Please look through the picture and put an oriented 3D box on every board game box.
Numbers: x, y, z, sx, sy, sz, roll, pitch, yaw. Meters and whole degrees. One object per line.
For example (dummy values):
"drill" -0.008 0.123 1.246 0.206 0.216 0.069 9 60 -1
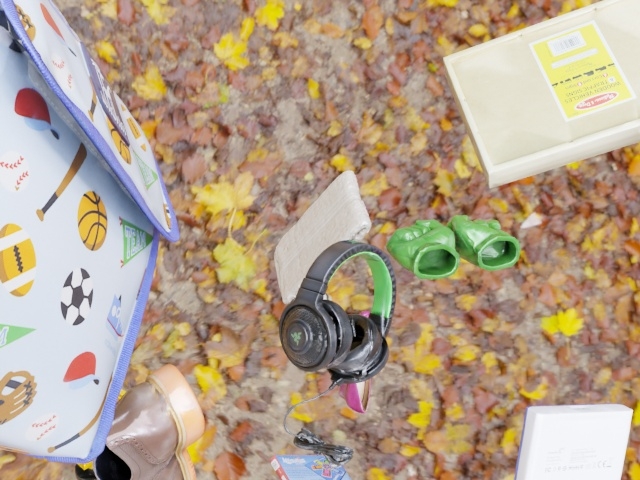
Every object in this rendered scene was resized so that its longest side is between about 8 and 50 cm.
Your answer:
"board game box" -0.008 0.633 1.834 0.027 0.281 0.145 -48 53 14

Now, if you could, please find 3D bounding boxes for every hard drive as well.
"hard drive" 0.421 0.441 1.194 0.210 0.040 0.319 4 98 -23

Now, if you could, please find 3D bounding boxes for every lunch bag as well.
"lunch bag" -0.284 -0.036 0.601 0.238 0.328 0.386 3 63 14

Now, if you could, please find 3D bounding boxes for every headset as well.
"headset" 0.046 0.197 1.276 0.243 0.185 0.395 30 78 -47

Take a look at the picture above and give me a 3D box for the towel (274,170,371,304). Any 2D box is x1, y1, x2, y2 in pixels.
"towel" 0.000 0.000 1.504 0.049 0.282 0.187 26 32 -32

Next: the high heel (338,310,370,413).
"high heel" 0.107 0.304 1.737 0.082 0.117 0.244 16 93 -30

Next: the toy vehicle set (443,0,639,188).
"toy vehicle set" 0.286 -0.173 0.758 0.266 0.035 0.166 -17 63 9

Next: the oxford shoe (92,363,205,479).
"oxford shoe" -0.255 0.296 0.965 0.132 0.364 0.130 -27 62 -31

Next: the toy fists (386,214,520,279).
"toy fists" 0.274 0.006 1.458 0.279 0.142 0.096 -8 110 -20

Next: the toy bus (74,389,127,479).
"toy bus" -0.422 0.355 1.384 0.211 0.220 0.150 -28 130 -45

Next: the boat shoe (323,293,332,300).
"boat shoe" -0.043 0.157 1.957 0.103 0.302 0.113 35 98 -14
